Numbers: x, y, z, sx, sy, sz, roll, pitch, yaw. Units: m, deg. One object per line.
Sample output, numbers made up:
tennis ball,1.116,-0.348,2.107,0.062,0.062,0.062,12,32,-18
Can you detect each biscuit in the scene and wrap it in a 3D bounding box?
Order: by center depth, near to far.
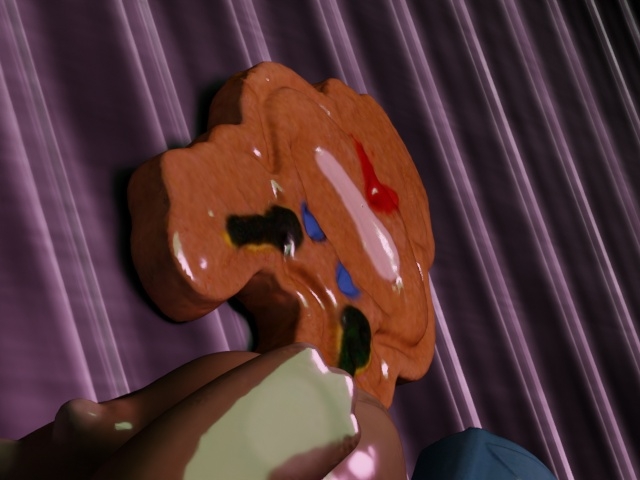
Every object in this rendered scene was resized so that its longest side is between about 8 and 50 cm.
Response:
biscuit,0.000,0.000,1.074,0.202,0.047,0.334,61,23,-10

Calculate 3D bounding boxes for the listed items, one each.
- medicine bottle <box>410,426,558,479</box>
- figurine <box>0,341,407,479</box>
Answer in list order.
medicine bottle,0.080,0.196,1.008,0.124,0.079,0.258,59,24,-15
figurine,-0.061,0.146,0.672,0.177,0.173,0.247,32,63,-20
